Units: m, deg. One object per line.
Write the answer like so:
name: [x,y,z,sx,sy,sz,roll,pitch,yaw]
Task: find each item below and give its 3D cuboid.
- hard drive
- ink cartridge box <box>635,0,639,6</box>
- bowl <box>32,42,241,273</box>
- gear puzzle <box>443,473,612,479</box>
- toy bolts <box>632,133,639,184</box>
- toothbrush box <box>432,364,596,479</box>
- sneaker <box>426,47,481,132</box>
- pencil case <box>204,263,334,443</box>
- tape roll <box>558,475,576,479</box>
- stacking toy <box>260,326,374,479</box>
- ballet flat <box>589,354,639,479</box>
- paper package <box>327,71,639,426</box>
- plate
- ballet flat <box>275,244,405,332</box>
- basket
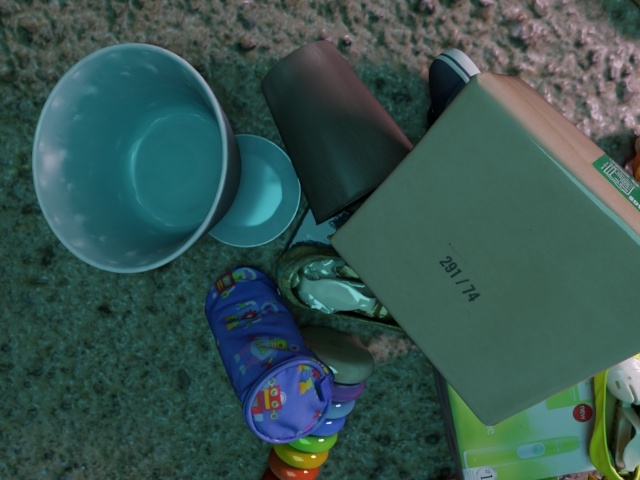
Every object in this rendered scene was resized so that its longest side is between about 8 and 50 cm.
hard drive: [0.000,0.000,0.835,0.094,0.022,0.135,29,97,-1]
ink cartridge box: [0.614,-0.362,0.755,0.171,0.056,0.235,-41,92,5]
bowl: [-0.246,-0.112,0.743,0.312,0.163,0.311,0,92,15]
gear puzzle: [0.329,0.455,0.790,0.339,0.044,0.175,-23,71,21]
toy bolts: [0.459,-0.078,0.779,0.229,0.158,0.218,4,137,-8]
toothbrush box: [0.343,0.257,0.804,0.284,0.122,0.206,-10,96,2]
sneaker: [0.219,-0.124,0.761,0.128,0.126,0.321,-26,97,-1]
pencil case: [-0.083,0.148,0.725,0.133,0.306,0.119,-22,119,-13]
tape roll: [0.411,0.527,0.857,0.220,0.072,0.219,0,98,2]
stacking toy: [-0.029,0.317,0.826,0.141,0.141,0.330,20,102,0]
ballet flat: [0.430,0.233,0.698,0.077,0.077,0.230,2,96,1]
paper package: [0.225,0.010,0.616,0.324,0.168,0.309,50,131,12]
plate: [-0.126,-0.082,0.830,0.188,0.024,0.188,0,96,1]
ballet flat: [0.098,0.088,0.781,0.349,0.123,0.123,13,97,-5]
basket: [0.022,-0.169,0.753,0.204,0.154,0.226,-30,89,-22]
